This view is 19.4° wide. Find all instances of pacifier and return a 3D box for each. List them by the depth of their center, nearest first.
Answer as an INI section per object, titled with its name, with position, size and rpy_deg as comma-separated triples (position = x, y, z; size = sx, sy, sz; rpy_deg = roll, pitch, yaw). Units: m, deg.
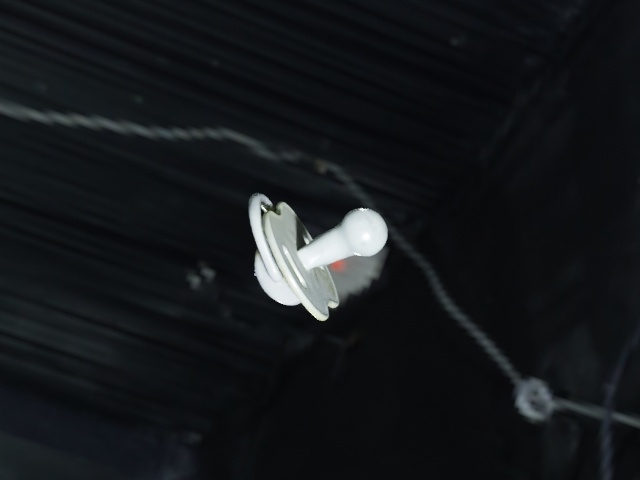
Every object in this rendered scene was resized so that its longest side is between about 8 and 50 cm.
[pacifier]
position = 0.000, 0.000, 0.897
size = 0.064, 0.068, 0.083
rpy_deg = -26, -177, 11
